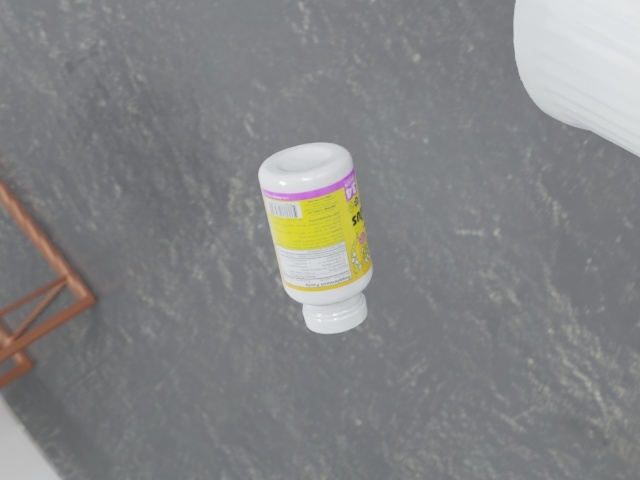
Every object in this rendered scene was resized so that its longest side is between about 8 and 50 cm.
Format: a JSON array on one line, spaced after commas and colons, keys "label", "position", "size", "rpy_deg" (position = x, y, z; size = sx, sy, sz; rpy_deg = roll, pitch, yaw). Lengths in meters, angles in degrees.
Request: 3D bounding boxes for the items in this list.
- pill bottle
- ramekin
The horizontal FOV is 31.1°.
[{"label": "pill bottle", "position": [0.000, 0.000, 0.532], "size": [0.043, 0.043, 0.083], "rpy_deg": [3, 120, 28]}, {"label": "ramekin", "position": [0.291, -0.180, 0.852], "size": [0.135, 0.277, 0.277], "rpy_deg": [45, 131, 42]}]
